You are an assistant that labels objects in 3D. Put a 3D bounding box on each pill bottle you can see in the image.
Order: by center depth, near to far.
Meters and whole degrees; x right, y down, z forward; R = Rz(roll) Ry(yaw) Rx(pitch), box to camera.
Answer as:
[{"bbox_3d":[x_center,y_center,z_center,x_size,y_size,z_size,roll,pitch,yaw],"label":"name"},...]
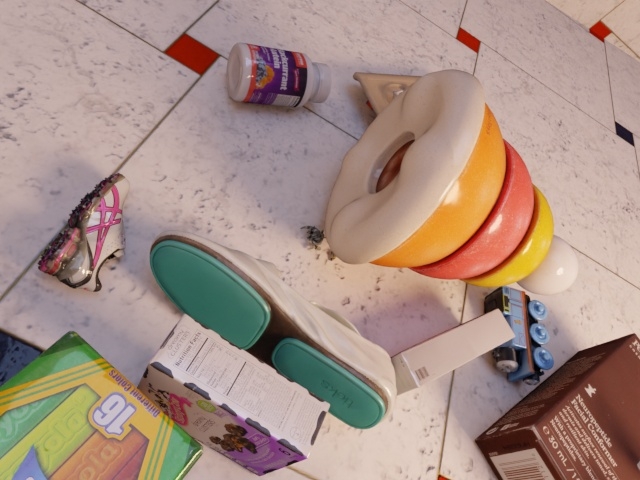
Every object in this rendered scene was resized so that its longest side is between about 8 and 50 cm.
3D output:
[{"bbox_3d":[-0.079,-0.323,0.931,0.194,0.108,0.108,-3,63,-29],"label":"pill bottle"}]

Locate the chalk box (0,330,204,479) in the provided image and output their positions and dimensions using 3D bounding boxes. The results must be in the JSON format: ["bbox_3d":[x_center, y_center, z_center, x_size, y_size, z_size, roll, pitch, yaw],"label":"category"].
[{"bbox_3d":[-0.282,0.263,0.421,0.180,0.179,0.289,41,51,0],"label":"chalk box"}]

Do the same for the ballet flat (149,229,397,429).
[{"bbox_3d":[-0.059,0.112,0.676,0.400,0.139,0.139,36,51,-1],"label":"ballet flat"}]

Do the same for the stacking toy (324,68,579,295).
[{"bbox_3d":[0.279,-0.025,0.818,0.480,0.351,0.350,31,51,-19],"label":"stacking toy"}]

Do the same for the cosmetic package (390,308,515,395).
[{"bbox_3d":[0.206,0.186,0.778,0.239,0.099,0.060,-13,66,-34],"label":"cosmetic package"}]

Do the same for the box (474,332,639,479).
[{"bbox_3d":[0.469,0.329,0.804,0.382,0.143,0.191,-18,71,-36],"label":"box"}]

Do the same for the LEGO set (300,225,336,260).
[{"bbox_3d":[0.002,-0.001,0.830,0.083,0.023,0.054,24,53,-13],"label":"LEGO set"}]

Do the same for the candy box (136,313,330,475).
[{"bbox_3d":[-0.115,0.193,0.559,0.196,0.165,0.070,33,50,-5],"label":"candy box"}]

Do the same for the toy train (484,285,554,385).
[{"bbox_3d":[0.371,0.178,0.885,0.105,0.080,0.184,16,56,-8],"label":"toy train"}]

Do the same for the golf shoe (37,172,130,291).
[{"bbox_3d":[-0.311,-0.014,0.657,0.086,0.068,0.186,43,45,-34],"label":"golf shoe"}]

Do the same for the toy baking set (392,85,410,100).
[{"bbox_3d":[0.234,-0.246,0.999,0.197,0.030,0.256,25,49,-8],"label":"toy baking set"}]

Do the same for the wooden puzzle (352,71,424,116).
[{"bbox_3d":[0.262,-0.253,1.094,0.322,0.080,0.347,-9,62,-32],"label":"wooden puzzle"}]
